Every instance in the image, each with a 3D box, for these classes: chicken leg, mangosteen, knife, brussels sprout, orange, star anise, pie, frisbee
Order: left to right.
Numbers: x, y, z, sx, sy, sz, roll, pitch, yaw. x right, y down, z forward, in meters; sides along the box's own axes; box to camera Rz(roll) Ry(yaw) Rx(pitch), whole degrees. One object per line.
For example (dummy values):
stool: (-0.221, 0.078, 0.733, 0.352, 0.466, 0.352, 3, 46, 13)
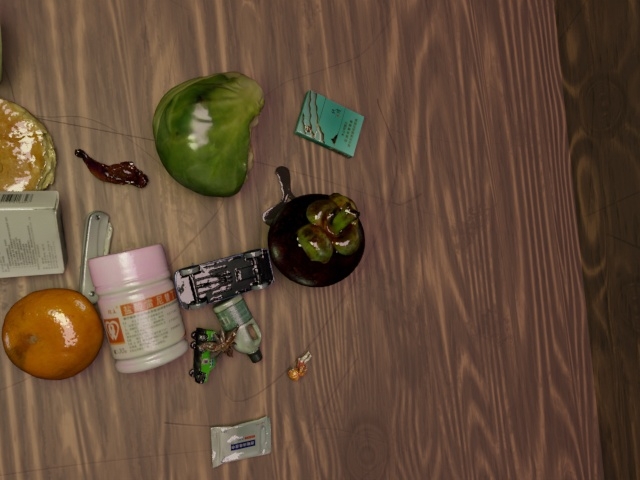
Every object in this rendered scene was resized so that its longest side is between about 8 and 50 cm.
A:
pie: (-0.871, -0.222, 1.145, 0.339, 0.083, 0.340, 2, 85, -22)
orange: (-0.686, 0.240, 1.153, 0.240, 0.171, 0.240, 0, 91, -10)
knife: (-0.638, 0.049, 1.259, 0.073, 0.040, 0.266, 10, 84, -40)
chicken leg: (-0.603, -0.203, 1.283, 0.205, 0.053, 0.093, 16, 58, -29)
brussels sprout: (-0.317, -0.320, 1.291, 0.314, 0.275, 0.372, 23, 78, -25)
star anise: (-0.306, 0.309, 1.325, 0.129, 0.056, 0.124, 0, 109, -42)
frisbee: (-0.098, -0.129, 1.523, 0.187, 0.012, 0.211, 24, 78, -22)
mangosteen: (-0.005, 0.000, 1.397, 0.329, 0.330, 0.330, 1, 87, -24)

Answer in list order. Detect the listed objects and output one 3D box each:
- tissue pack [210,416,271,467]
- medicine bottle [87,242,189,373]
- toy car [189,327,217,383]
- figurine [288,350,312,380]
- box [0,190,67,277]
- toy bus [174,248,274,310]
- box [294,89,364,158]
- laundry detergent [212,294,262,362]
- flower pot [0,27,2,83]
tissue pack: (-0.249, 0.636, 1.411, 0.192, 0.026, 0.123, -3, 89, -24)
medicine bottle: (-0.497, 0.180, 1.224, 0.202, 0.202, 0.316, -16, 96, -24)
toy car: (-0.357, 0.350, 1.356, 0.062, 0.071, 0.165, 5, 85, -38)
figurine: (-0.065, 0.422, 1.495, 0.109, 0.047, 0.064, -50, 130, -24)
box: (-0.810, -0.013, 1.103, 0.299, 0.106, 0.200, -3, 123, -23)
toy bus: (-0.299, 0.111, 1.358, 0.292, 0.133, 0.126, -15, 99, -26)
box: (0.033, -0.410, 1.576, 0.229, 0.041, 0.162, 20, 79, -22)
laundry detergent: (-0.246, 0.285, 1.405, 0.099, 0.070, 0.226, -30, 99, -23)
flower pot: (-0.902, -0.486, 1.043, 0.244, 0.307, 0.308, -8, 91, -38)
